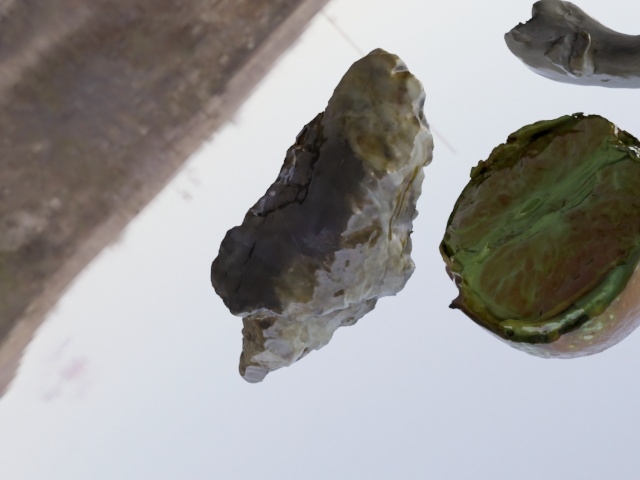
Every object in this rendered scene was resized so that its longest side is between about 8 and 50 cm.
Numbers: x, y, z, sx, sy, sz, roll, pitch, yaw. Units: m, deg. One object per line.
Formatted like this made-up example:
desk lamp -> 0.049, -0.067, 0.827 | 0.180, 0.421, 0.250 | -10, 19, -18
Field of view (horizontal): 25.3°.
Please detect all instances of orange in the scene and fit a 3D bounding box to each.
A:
orange -> 0.277, 0.000, 1.561 | 0.262, 0.196, 0.334 | -56, -163, 8

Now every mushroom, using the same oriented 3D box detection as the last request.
mushroom -> 0.336, -0.226, 1.674 | 0.278, 0.099, 0.096 | 16, -93, 43

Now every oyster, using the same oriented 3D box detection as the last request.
oyster -> -0.004, -0.001, 1.286 | 0.341, 0.166, 0.110 | -49, 163, 25
